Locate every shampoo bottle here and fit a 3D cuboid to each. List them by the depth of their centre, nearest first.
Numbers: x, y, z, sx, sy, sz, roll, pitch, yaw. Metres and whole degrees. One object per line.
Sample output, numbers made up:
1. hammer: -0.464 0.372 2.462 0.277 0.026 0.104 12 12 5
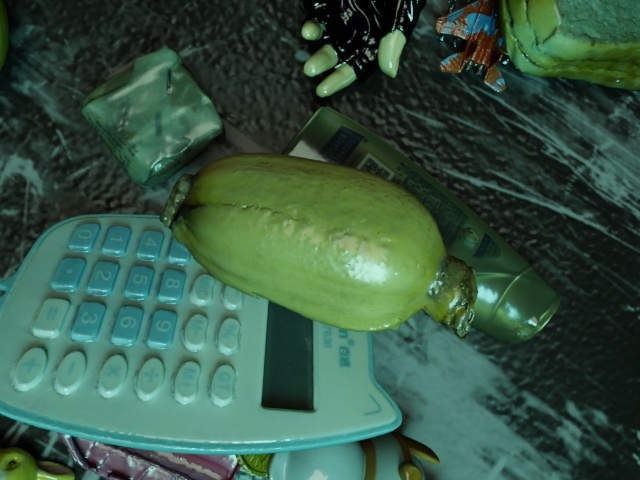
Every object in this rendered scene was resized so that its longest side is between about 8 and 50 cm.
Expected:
1. shampoo bottle: 0.112 -0.009 0.562 0.350 0.084 0.125 36 72 -2

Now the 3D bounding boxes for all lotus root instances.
1. lotus root: 0.000 0.001 0.463 0.303 0.146 0.131 18 42 5

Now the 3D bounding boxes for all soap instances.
1. soap: -0.187 0.166 0.524 0.250 0.099 0.162 27 85 -3

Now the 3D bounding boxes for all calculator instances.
1. calculator: -0.118 0.080 0.484 0.386 0.054 0.256 11 46 -13

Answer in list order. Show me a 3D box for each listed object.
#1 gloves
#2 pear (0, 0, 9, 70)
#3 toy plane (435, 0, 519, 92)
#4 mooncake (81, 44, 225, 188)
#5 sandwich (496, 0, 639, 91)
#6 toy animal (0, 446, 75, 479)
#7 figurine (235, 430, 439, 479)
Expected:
1. gloves: 0.040 -0.263 0.558 0.164 0.124 0.203 35 107 19
2. pear: -0.433 -0.236 0.475 0.209 0.209 0.208 0 87 -4
3. toy plane: 0.214 -0.283 0.599 0.130 0.061 0.189 19 81 -3
4. mooncake: -0.186 -0.137 0.552 0.130 0.073 0.125 -33 87 -7
5. sandwich: 0.323 -0.336 0.562 0.271 0.099 0.301 -2 87 -24
6. toy animal: -0.350 0.244 0.526 0.159 0.070 0.083 18 84 -8
7. figurine: 0.034 0.249 0.500 0.143 0.143 0.271 -49 119 -5
